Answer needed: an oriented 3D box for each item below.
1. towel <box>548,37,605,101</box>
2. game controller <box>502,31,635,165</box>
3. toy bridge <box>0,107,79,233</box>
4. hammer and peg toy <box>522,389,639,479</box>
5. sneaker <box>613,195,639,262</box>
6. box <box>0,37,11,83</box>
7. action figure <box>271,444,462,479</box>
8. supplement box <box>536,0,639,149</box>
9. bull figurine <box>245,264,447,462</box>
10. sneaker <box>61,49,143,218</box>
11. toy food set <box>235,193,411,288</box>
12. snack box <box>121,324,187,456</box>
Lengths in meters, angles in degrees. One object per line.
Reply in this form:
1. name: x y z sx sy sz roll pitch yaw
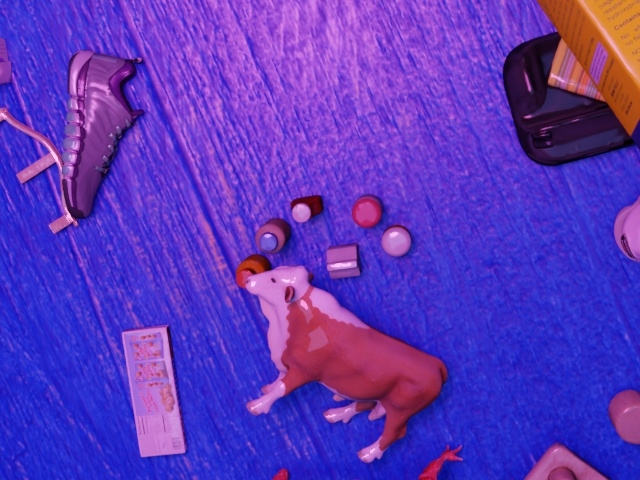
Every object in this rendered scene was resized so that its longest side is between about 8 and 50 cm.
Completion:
1. towel: 0.408 -0.205 1.562 0.237 0.021 0.102 20 91 11
2. game controller: 0.397 -0.207 1.606 0.319 0.067 0.166 -15 82 7
3. toy bridge: -0.380 -0.099 1.708 0.063 0.026 0.188 -32 94 8
4. hammer and peg toy: 0.371 0.395 1.652 0.266 0.127 0.361 37 100 0
5. sneaker: 0.533 -0.055 1.566 0.330 0.146 0.122 -30 93 8
6. box: -0.578 -0.219 1.691 0.324 0.067 0.063 -7 97 6
7. action figure: 0.088 0.338 1.702 0.280 0.139 0.091 -2 102 28
8. supplement box: 0.365 -0.313 1.469 0.194 0.195 0.356 -32 79 2
9. bull figurine: 0.016 0.158 1.630 0.310 0.101 0.188 29 112 -20
10. sneaker: -0.285 -0.137 1.667 0.098 0.083 0.223 4 98 0
11. toy food set: 0.000 0.000 1.644 0.232 0.104 0.111 -7 97 7
12. snack box: -0.228 0.207 1.739 0.064 0.022 0.178 -6 98 7
